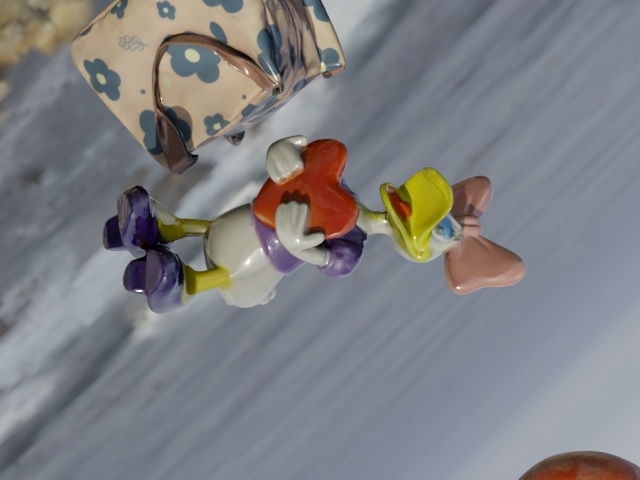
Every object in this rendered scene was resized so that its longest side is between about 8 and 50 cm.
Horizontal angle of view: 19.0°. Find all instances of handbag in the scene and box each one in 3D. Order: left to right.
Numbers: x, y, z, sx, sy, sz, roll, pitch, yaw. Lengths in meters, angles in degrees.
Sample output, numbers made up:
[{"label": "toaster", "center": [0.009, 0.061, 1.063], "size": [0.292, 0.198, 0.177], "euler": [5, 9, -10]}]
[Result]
[{"label": "handbag", "center": [-0.112, -0.203, 2.019], "size": [0.251, 0.193, 0.190], "euler": [-35, 173, 39]}]

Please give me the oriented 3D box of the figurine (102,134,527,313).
[{"label": "figurine", "center": [-0.004, -0.002, 1.932], "size": [0.421, 0.154, 0.193], "euler": [-11, 145, -8]}]

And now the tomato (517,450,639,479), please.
[{"label": "tomato", "center": [0.284, 0.329, 2.028], "size": [0.208, 0.208, 0.184], "euler": [-44, 149, 2]}]
